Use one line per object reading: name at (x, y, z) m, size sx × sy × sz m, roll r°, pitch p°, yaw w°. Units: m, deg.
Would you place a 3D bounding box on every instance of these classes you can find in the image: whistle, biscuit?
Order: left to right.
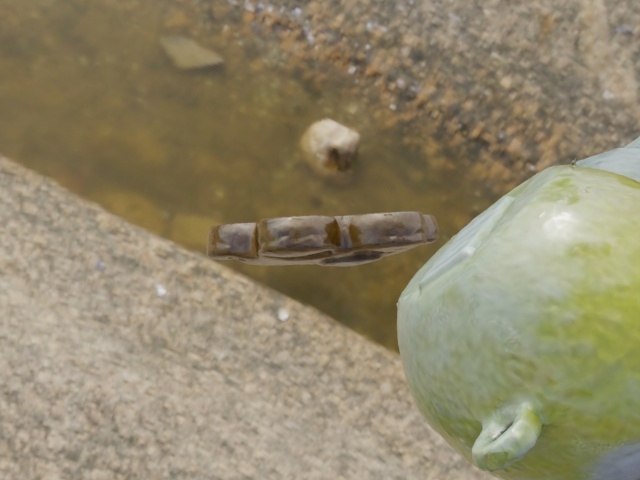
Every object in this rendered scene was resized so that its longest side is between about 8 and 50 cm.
biscuit at (0.000, 0.000, 0.801) m, size 0.180 × 0.236 × 0.039 m, roll -4°, pitch 91°, yaw -9°
whistle at (0.109, 0.019, 0.392) m, size 0.123 × 0.123 × 0.223 m, roll 36°, pitch 41°, yaw 9°
